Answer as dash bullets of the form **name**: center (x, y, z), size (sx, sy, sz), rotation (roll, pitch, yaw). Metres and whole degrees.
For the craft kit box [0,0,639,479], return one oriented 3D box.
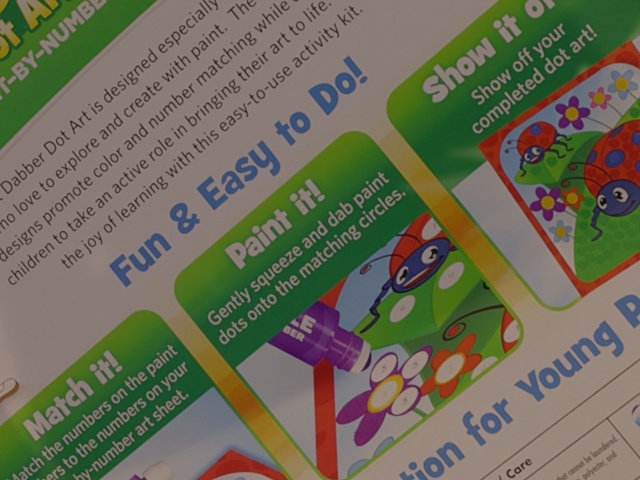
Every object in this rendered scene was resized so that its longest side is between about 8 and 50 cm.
- **craft kit box**: center (0.000, 0.000, 0.542), size (0.250, 0.061, 0.247), rotation (-39, 92, 17)
